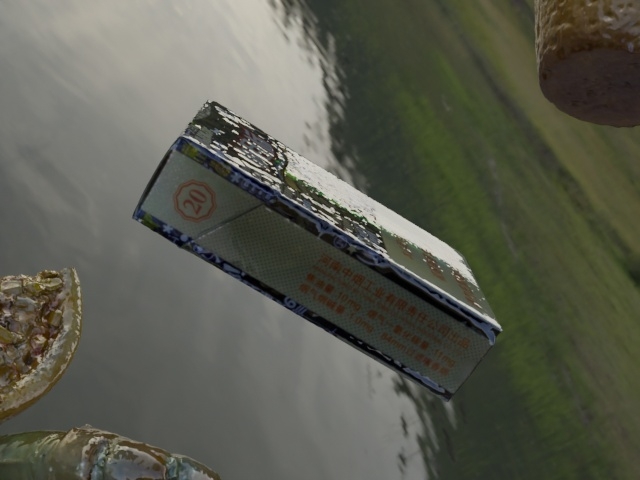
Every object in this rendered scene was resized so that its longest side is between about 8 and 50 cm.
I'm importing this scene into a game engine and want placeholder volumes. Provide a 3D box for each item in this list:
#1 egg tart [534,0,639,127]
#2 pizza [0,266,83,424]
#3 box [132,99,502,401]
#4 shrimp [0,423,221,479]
[{"bbox_3d":[0.313,-0.224,0.902,0.215,0.215,0.170,39,58,-45],"label":"egg tart"},{"bbox_3d":[-0.256,0.067,0.711,0.131,0.041,0.178,37,38,-2],"label":"pizza"},{"bbox_3d":[0.000,0.000,0.798,0.310,0.084,0.198,31,15,-9],"label":"box"},{"bbox_3d":[-0.197,0.173,0.648,0.145,0.267,0.061,53,34,-64],"label":"shrimp"}]
